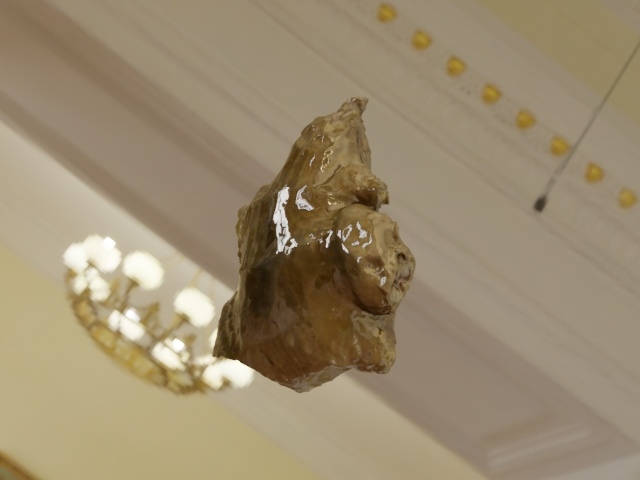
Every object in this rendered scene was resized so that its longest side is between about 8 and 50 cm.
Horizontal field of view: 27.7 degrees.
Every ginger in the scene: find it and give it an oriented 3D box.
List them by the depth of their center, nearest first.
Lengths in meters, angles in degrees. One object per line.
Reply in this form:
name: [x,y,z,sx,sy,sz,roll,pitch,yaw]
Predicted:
ginger: [0.000,0.000,1.154,0.123,0.270,0.218,7,2,-42]
